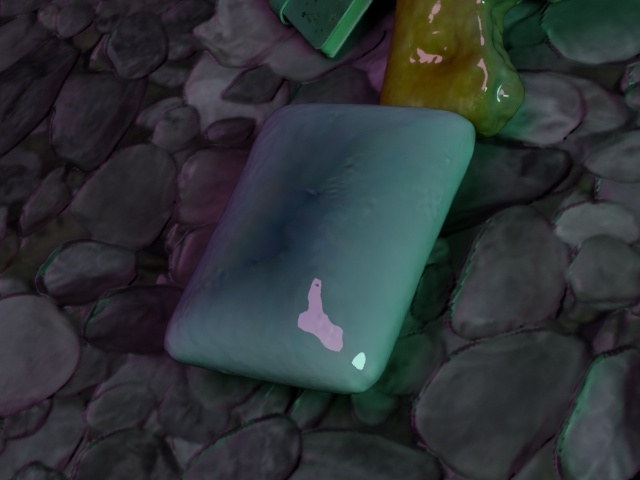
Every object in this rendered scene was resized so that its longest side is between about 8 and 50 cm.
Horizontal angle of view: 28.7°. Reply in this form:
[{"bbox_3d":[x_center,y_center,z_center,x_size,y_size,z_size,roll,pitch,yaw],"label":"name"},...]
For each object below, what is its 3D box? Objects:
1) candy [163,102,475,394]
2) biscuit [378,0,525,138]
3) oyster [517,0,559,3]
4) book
[{"bbox_3d":[0.000,0.000,0.685,0.138,0.071,0.174,6,59,33],"label":"candy"},{"bbox_3d":[0.109,-0.142,0.705,0.174,0.039,0.183,7,84,40],"label":"biscuit"},{"bbox_3d":[0.136,-0.229,0.782,0.223,0.083,0.214,-32,44,13],"label":"oyster"},{"bbox_3d":[-0.001,-0.193,0.842,0.103,0.017,0.135,-54,43,17],"label":"book"}]
